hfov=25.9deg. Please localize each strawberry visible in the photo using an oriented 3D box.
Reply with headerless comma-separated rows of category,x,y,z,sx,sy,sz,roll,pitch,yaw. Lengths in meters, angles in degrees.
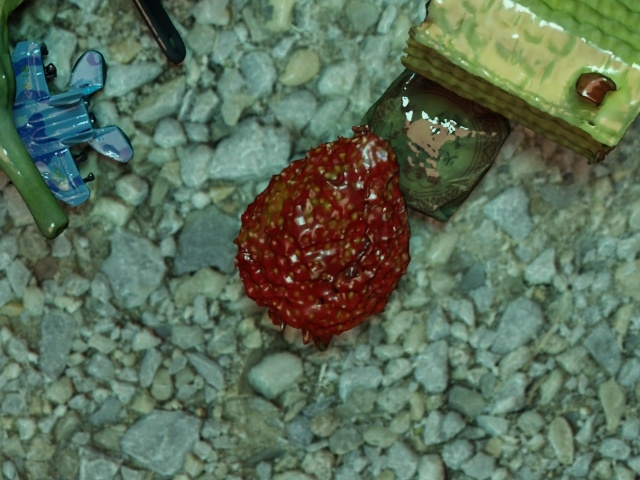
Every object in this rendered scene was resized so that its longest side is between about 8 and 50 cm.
strawberry,0.014,0.006,1.292,0.174,0.098,0.228,41,136,-7

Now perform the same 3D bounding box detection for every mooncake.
mooncake,0.100,-0.093,1.289,0.125,0.073,0.130,34,110,1

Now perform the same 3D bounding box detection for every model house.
model house,0.181,-0.173,1.149,0.196,0.254,0.160,28,108,1

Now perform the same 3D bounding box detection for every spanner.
spanner,-0.214,-0.300,1.287,0.024,0.087,0.315,-26,104,18

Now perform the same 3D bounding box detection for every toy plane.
toy plane,-0.317,-0.099,1.370,0.246,0.078,0.169,-15,104,10

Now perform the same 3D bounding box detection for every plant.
plant,-0.321,-0.171,1.270,0.297,0.261,0.306,28,145,-14
